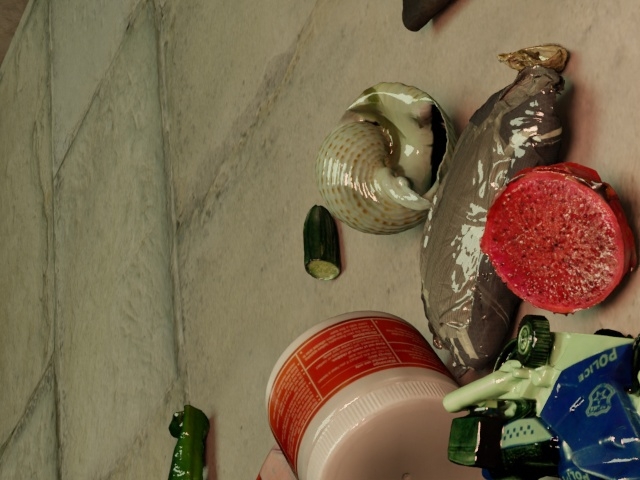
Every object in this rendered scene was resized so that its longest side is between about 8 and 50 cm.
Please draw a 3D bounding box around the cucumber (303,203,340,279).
[{"bbox_3d":[0.000,0.000,2.294,0.048,0.048,0.105,127,148,-47],"label":"cucumber"}]

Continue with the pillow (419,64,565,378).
[{"bbox_3d":[0.179,-0.024,1.823,0.161,0.092,0.335,-134,57,-61],"label":"pillow"}]

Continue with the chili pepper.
[{"bbox_3d":[-0.203,0.372,2.577,0.099,0.083,0.253,129,148,-65],"label":"chili pepper"}]

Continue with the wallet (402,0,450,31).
[{"bbox_3d":[0.185,-0.384,2.028,0.321,0.044,0.171,-38,48,54],"label":"wallet"}]

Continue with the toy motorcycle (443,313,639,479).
[{"bbox_3d":[0.243,0.167,1.572,0.331,0.125,0.196,-16,65,60],"label":"toy motorcycle"}]

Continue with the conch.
[{"bbox_3d":[0.092,-0.080,2.012,0.200,0.131,0.172,33,87,36],"label":"conch"}]

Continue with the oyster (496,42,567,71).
[{"bbox_3d":[0.221,-0.183,1.830,0.083,0.080,0.038,-49,-46,-69],"label":"oyster"}]

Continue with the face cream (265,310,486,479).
[{"bbox_3d":[0.059,0.201,1.864,0.187,0.201,0.201,55,131,55],"label":"face cream"}]

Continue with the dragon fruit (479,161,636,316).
[{"bbox_3d":[0.245,-0.019,1.681,0.111,0.153,0.153,-42,-18,-54],"label":"dragon fruit"}]

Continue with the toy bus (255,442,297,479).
[{"bbox_3d":[0.018,0.328,2.020,0.147,0.127,0.303,-68,24,16],"label":"toy bus"}]
